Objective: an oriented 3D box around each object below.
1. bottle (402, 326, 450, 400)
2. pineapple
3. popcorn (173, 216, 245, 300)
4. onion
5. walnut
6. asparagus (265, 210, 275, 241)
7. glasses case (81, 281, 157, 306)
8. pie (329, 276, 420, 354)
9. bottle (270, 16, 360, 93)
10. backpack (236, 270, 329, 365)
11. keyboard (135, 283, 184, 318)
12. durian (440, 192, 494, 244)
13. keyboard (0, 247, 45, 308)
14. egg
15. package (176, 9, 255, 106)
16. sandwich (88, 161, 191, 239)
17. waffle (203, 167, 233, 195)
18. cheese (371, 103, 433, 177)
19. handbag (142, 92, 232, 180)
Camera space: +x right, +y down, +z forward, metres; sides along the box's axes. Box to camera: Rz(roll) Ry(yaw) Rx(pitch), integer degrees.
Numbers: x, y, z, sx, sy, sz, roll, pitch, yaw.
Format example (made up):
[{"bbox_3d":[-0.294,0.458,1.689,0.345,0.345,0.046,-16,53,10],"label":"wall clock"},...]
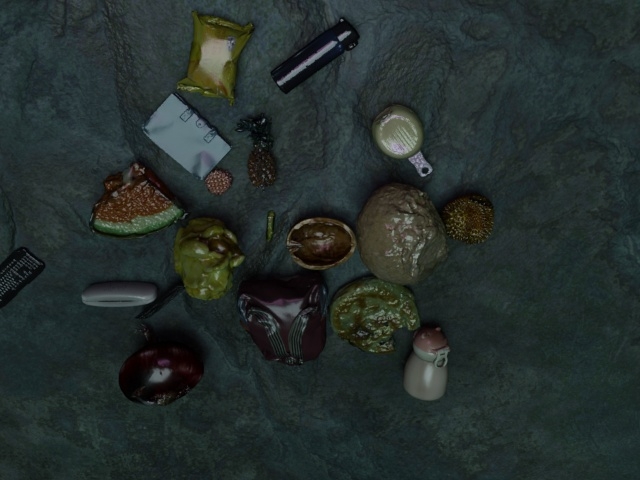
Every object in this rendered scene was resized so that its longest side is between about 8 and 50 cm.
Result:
[{"bbox_3d":[0.355,0.392,1.883,0.148,0.147,0.236,3,114,-1],"label":"bottle"},{"bbox_3d":[-0.175,-0.240,1.599,0.103,0.083,0.221,-4,115,2],"label":"pineapple"},{"bbox_3d":[-0.331,0.052,1.671,0.195,0.256,0.255,7,160,-20],"label":"popcorn"},{"bbox_3d":[-0.530,0.412,1.890,0.273,0.285,0.273,-18,152,-10],"label":"onion"},{"bbox_3d":[0.002,-0.001,1.716,0.211,0.087,0.167,1,110,-2],"label":"walnut"},{"bbox_3d":[-0.152,-0.038,1.736,0.025,0.021,0.108,6,117,-4],"label":"asparagus"},{"bbox_3d":[-0.635,0.170,1.809,0.234,0.092,0.059,-1,116,2],"label":"glasses case"},{"bbox_3d":[0.173,0.243,1.852,0.303,0.067,0.302,0,119,1],"label":"pie"},{"bbox_3d":[-0.012,-0.476,1.481,0.244,0.072,0.082,-33,103,16],"label":"bottle"},{"bbox_3d":[-0.108,0.264,1.791,0.283,0.197,0.317,-5,118,1],"label":"backpack"},{"bbox_3d":[-0.509,0.197,1.835,0.196,0.074,0.015,-39,76,17],"label":"keyboard"},{"bbox_3d":[0.427,-0.062,1.659,0.158,0.137,0.168,-7,128,-19],"label":"durian"},{"bbox_3d":[-0.998,0.124,1.831,0.262,0.016,0.106,-37,111,18],"label":"keyboard"},{"bbox_3d":[0.227,-0.011,1.616,0.279,0.279,0.310,-15,131,8],"label":"egg"},{"bbox_3d":[-0.273,-0.469,1.478,0.168,0.090,0.226,13,114,-8],"label":"package"},{"bbox_3d":[-0.538,-0.107,1.663,0.292,0.109,0.212,-26,107,11],"label":"sandwich"},{"bbox_3d":[-0.297,-0.172,1.665,0.075,0.029,0.083,38,108,-20],"label":"waffle"},{"bbox_3d":[0.240,-0.268,1.591,0.137,0.064,0.227,-33,111,20],"label":"cheese"},{"bbox_3d":[-0.370,-0.290,1.596,0.144,0.057,0.221,-44,108,12],"label":"handbag"}]
